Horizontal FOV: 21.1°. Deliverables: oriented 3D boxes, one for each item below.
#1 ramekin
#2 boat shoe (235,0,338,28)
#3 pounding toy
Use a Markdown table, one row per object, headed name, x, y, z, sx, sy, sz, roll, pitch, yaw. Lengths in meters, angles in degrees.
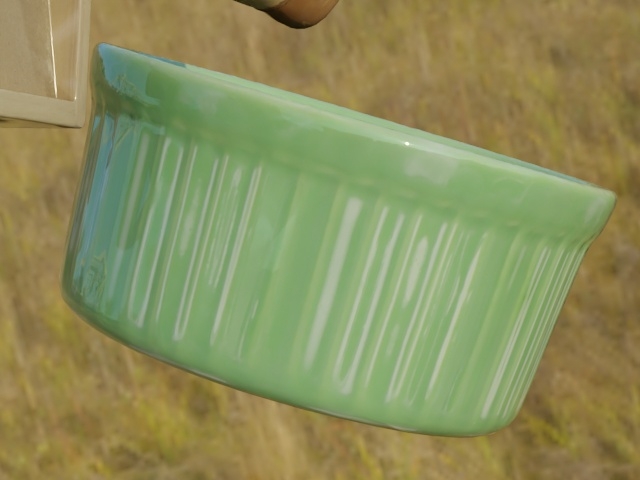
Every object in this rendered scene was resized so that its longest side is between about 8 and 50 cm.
| name | x | y | z | sx | sy | sz | roll | pitch | yaw |
| --- | --- | --- | --- | --- | --- | --- | --- | --- | --- |
| ramekin | 0.000 | 0.000 | 0.968 | 0.303 | 0.148 | 0.303 | 16 | 5 | -2 |
| boat shoe | -0.021 | -0.230 | 0.920 | 0.122 | 0.120 | 0.324 | -27 | 36 | 35 |
| pounding toy | -0.165 | -0.089 | 0.674 | 0.100 | 0.141 | 0.130 | 3 | 0 | 21 |
